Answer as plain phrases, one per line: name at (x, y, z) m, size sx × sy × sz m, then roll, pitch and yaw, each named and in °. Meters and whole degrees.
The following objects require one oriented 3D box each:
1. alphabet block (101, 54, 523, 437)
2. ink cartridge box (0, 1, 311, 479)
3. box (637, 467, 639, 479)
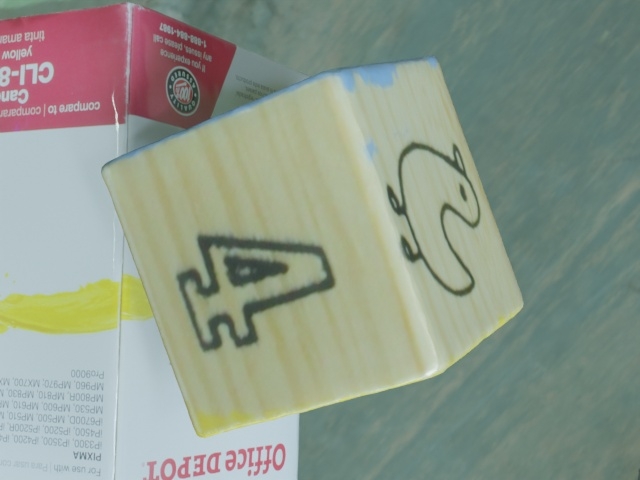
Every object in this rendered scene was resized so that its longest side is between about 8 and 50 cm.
alphabet block at (0.000, 0.000, 0.854) m, size 0.193 × 0.192 × 0.197 m, roll -19°, pitch 92°, yaw 29°
ink cartridge box at (-0.141, 0.033, 1.008) m, size 0.160 × 0.279 × 0.384 m, roll -1°, pitch 84°, yaw 27°
box at (0.344, 0.229, 0.949) m, size 0.143 × 0.381 × 0.191 m, roll 42°, pitch 110°, yaw 7°
